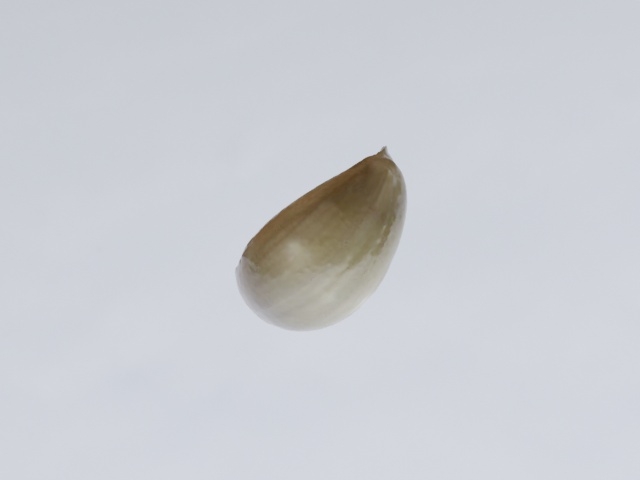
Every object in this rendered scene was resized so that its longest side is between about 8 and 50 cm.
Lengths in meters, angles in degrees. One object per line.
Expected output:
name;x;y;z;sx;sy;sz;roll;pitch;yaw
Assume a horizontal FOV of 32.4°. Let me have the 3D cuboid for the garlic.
garlic;0.005;0.001;1.250;0.245;0.145;0.164;-45;-162;10
